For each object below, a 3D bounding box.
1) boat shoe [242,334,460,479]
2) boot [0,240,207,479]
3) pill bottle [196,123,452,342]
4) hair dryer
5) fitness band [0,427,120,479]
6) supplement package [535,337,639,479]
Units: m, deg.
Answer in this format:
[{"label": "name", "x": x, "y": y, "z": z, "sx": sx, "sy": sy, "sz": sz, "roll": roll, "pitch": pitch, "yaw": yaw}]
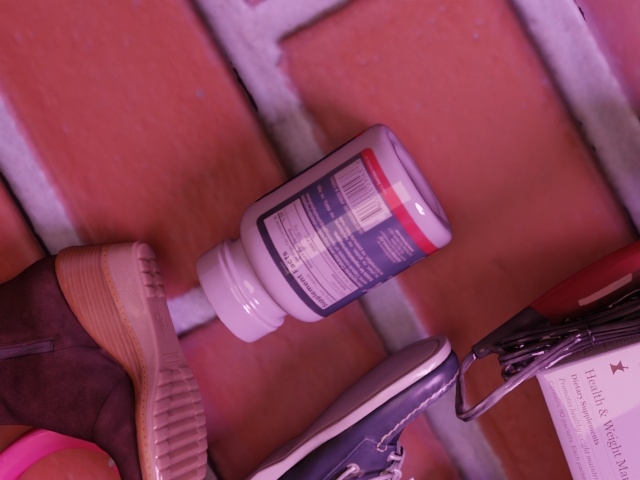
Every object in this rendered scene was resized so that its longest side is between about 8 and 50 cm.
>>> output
[{"label": "boat shoe", "x": 0.022, "y": 0.174, "z": 0.842, "sx": 0.254, "sy": 0.095, "sz": 0.079, "roll": -41, "pitch": 89, "yaw": 14}, {"label": "boot", "x": -0.209, "y": 0.133, "z": 0.863, "sx": 0.207, "sy": 0.090, "sz": 0.248, "roll": -18, "pitch": 74, "yaw": 18}, {"label": "pill bottle", "x": 0.000, "y": 0.000, "z": 0.812, "sx": 0.180, "sy": 0.108, "sz": 0.108, "roll": -32, "pitch": 93, "yaw": 13}, {"label": "hair dryer", "x": 0.218, "y": 0.005, "z": 0.704, "sx": 0.223, "sy": 0.293, "sz": 0.080, "roll": 0, "pitch": 129, "yaw": 40}, {"label": "fitness band", "x": -0.178, "y": 0.288, "z": 0.914, "sx": 0.209, "sy": 0.054, "sz": 0.291, "roll": -43, "pitch": 89, "yaw": 13}, {"label": "supplement package", "x": 0.281, "y": 0.134, "z": 0.765, "sx": 0.203, "sy": 0.149, "sz": 0.194, "roll": -20, "pitch": 95, "yaw": 13}]
